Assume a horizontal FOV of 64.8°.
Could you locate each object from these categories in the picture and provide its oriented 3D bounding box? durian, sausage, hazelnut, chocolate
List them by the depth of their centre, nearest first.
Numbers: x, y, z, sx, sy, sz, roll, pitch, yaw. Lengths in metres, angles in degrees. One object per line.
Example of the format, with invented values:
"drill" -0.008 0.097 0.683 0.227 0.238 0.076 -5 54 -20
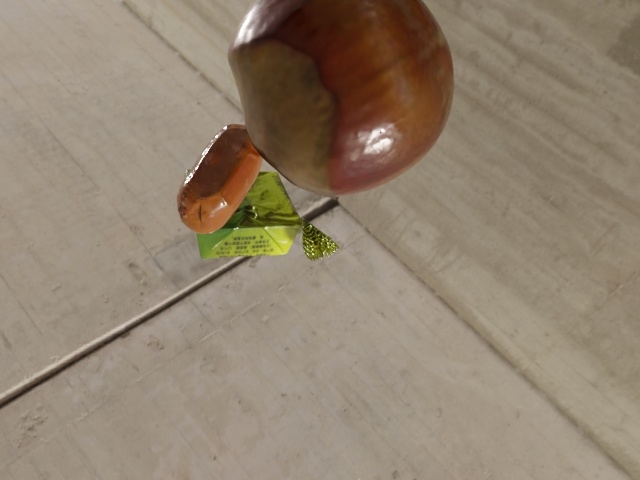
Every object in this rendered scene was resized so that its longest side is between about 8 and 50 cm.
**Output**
"hazelnut" 0.033 -0.258 0.825 0.365 0.366 0.366 9 -132 -10
"sausage" -0.203 -0.131 1.050 0.133 0.133 0.259 24 -112 4
"durian" 0.000 0.000 1.394 0.086 0.215 0.100 -20 -112 13
"chocolate" -0.236 -0.081 1.464 0.288 0.137 0.301 -3 -142 -20
